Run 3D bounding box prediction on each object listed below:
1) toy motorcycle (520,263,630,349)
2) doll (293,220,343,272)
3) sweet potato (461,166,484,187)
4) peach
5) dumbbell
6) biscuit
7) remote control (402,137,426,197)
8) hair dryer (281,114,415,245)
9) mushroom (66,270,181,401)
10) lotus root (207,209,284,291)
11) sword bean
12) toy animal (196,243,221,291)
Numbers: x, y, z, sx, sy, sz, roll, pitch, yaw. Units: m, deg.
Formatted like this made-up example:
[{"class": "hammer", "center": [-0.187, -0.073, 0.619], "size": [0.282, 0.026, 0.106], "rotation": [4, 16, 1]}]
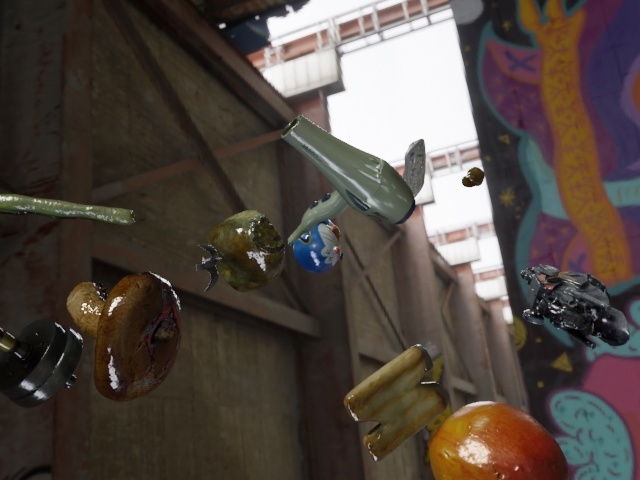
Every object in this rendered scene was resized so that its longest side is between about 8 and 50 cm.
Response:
[{"class": "toy motorcycle", "center": [0.477, 0.113, 1.342], "size": [0.307, 0.173, 0.108], "rotation": [-62, -12, -75]}, {"class": "doll", "center": [0.000, 0.000, 2.347], "size": [0.256, 0.161, 0.215], "rotation": [-79, -15, -54]}, {"class": "sweet potato", "center": [0.418, -0.170, 1.933], "size": [0.182, 0.053, 0.054], "rotation": [11, -82, -84]}, {"class": "peach", "center": [0.362, 0.460, 1.460], "size": [0.281, 0.281, 0.238], "rotation": [14, -83, -67]}, {"class": "dumbbell", "center": [-0.628, 0.183, 1.370], "size": [0.388, 0.185, 0.185], "rotation": [47, -146, -35]}, {"class": "biscuit", "center": [0.215, 0.452, 1.985], "size": [0.291, 0.062, 0.236], "rotation": [-34, -69, -20]}, {"class": "remote control", "center": [0.230, -0.172, 1.785], "size": [0.073, 0.044, 0.229], "rotation": [-43, -28, -17]}, {"class": "hair dryer", "center": [-0.011, -0.064, 0.801], "size": [0.167, 0.199, 0.067], "rotation": [46, -132, -30]}, {"class": "mushroom", "center": [-0.391, 0.197, 1.423], "size": [0.267, 0.255, 0.267], "rotation": [45, -143, -48]}, {"class": "lotus root", "center": [-0.240, 0.045, 2.367], "size": [0.149, 0.260, 0.267], "rotation": [-35, -81, -35]}, {"class": "sword bean", "center": [-0.478, -0.056, 1.314], "size": [0.043, 0.269, 0.038], "rotation": [118, 158, -81]}, {"class": "toy animal", "center": [-0.176, 0.037, 1.127], "size": [0.050, 0.028, 0.084], "rotation": [-63, -25, -60]}]
